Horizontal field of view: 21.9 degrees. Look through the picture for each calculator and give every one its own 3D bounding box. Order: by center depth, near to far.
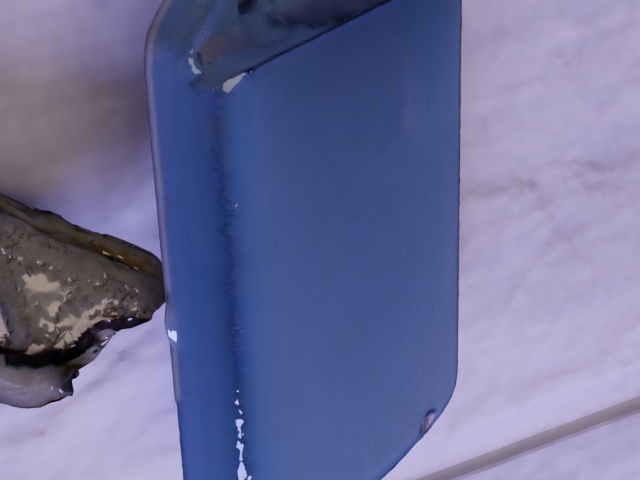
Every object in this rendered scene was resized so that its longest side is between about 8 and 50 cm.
[{"bbox_3d":[0.000,0.000,0.494,0.121,0.039,0.210,-33,130,-43],"label":"calculator"}]

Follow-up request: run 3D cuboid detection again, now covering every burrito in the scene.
[{"bbox_3d":[-0.150,0.010,0.440,0.229,0.058,0.063,5,107,-31],"label":"burrito"}]
